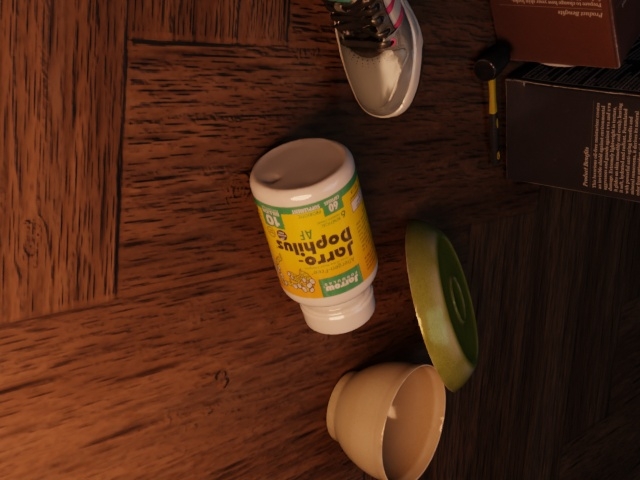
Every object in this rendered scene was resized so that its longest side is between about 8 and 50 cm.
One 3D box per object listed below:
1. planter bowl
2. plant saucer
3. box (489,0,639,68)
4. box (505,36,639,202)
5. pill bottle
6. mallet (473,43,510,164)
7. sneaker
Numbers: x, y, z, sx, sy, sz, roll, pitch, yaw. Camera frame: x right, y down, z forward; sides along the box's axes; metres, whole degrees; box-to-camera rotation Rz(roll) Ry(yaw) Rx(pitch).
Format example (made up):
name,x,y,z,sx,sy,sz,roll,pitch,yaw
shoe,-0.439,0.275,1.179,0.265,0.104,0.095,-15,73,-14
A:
name,x,y,z,sx,sy,sz,roll,pitch,yaw
planter bowl,0.077,0.228,1.432,0.162,0.109,0.162,-22,117,-51
plant saucer,0.171,0.083,1.493,0.241,0.037,0.241,-15,90,-73
box,0.330,-0.436,1.535,0.143,0.191,0.381,-51,138,-35
box,0.486,-0.200,1.742,0.296,0.294,0.183,-34,129,-46
pill bottle,0.000,0.000,1.241,0.117,0.117,0.208,-47,136,-38
mallet,0.262,-0.204,1.650,0.062,0.039,0.190,-52,143,-37
sneaker,0.029,-0.265,1.195,0.178,0.123,0.296,-31,117,-54
